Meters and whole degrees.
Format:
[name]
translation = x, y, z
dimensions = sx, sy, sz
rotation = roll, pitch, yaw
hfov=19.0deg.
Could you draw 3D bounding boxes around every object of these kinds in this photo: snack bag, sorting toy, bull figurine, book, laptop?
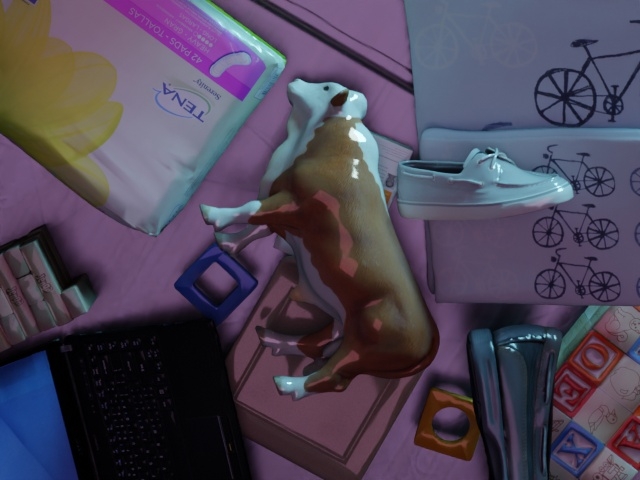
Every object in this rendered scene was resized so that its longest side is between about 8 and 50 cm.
[snack bag]
translation = 0.234, -0.103, 1.823
dimensions = 0.323, 0.037, 0.343
rotation = 1, 104, 29
[sorting toy]
translation = 0.001, 0.133, 1.939
dimensions = 0.347, 0.047, 0.196
rotation = 29, 104, -3
[bull figurine]
translation = 0.000, 0.000, 1.843
dimensions = 0.188, 0.101, 0.310
rotation = -23, 88, 0
[book]
translation = 0.022, -0.042, 1.915
dimensions = 0.096, 0.035, 0.144
rotation = 23, 99, 0
[laptop]
translation = -0.221, 0.220, 1.898
dimensions = 0.264, 0.136, 0.234
rotation = -7, 105, 19

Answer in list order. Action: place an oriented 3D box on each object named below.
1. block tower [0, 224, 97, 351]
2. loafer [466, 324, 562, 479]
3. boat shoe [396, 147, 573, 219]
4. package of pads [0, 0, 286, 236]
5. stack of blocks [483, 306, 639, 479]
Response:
[block tower]
translation = -0.396, 0.094, 1.916
dimensions = 0.335, 0.091, 0.097
rotation = -24, 99, 4
[loafer]
translation = 0.207, 0.228, 1.834
dimensions = 0.095, 0.109, 0.303
rotation = -10, 97, 0
[boat shoe]
translation = 0.154, -0.057, 1.828
dimensions = 0.184, 0.066, 0.063
rotation = 0, 105, 39
[package of pads]
translation = -0.216, -0.169, 1.863
dimensions = 0.296, 0.101, 0.229
rotation = 36, 98, -4
[stack of blocks]
translation = 0.320, 0.146, 1.912
dimensions = 0.171, 0.087, 0.297
rotation = 38, 99, -4
